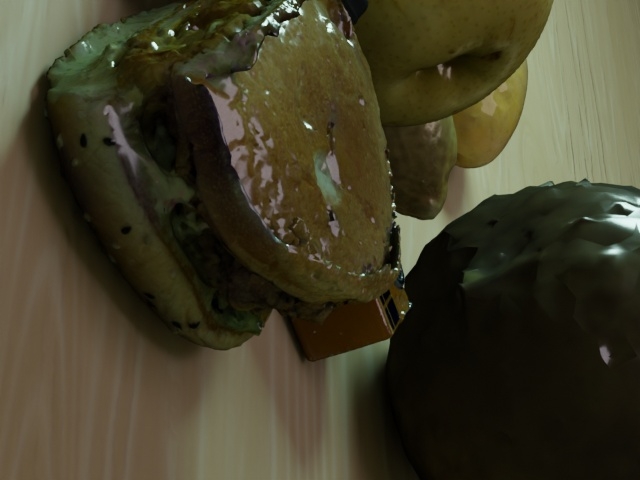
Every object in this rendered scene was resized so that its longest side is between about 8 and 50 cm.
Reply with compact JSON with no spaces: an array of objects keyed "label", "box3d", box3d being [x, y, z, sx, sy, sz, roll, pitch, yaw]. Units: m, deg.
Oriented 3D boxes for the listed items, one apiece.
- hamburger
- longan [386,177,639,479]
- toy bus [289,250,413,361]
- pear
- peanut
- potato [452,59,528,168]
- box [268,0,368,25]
[{"label":"hamburger","box3d":[-0.061,-0.061,1.536,0.277,0.195,0.318,70,22,-12]},{"label":"longan","box3d":[0.254,0.118,1.931,0.391,0.391,0.391,53,26,-41]},{"label":"toy bus","box3d":[0.000,0.000,1.788,0.114,0.098,0.201,-53,123,-67]},{"label":"pear","box3d":[0.081,-0.270,1.952,0.309,0.309,0.309,53,26,-41]},{"label":"peanut","box3d":[0.090,-0.145,2.128,0.137,0.122,0.253,53,27,-65]},{"label":"potato","box3d":[0.190,-0.195,2.439,0.150,0.146,0.234,29,36,-16]},{"label":"box","box3d":[-0.061,-0.280,1.764,0.230,0.050,0.160,33,-17,49]}]
